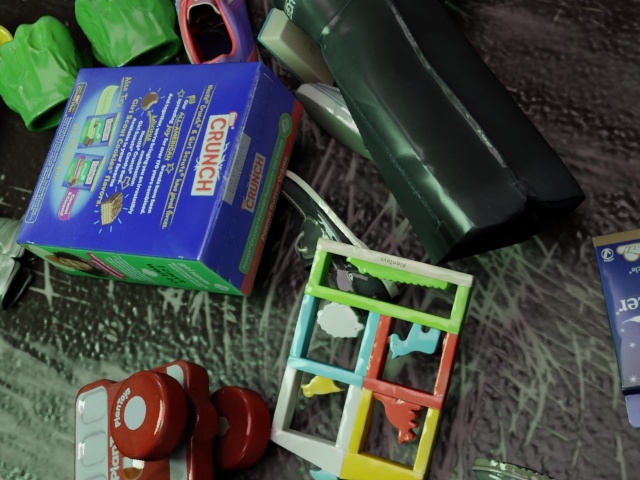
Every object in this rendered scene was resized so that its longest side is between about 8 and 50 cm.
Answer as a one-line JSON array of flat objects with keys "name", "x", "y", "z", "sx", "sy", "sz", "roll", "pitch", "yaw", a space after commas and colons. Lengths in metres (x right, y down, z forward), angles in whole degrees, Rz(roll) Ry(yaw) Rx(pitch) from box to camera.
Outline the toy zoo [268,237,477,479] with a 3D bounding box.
[{"name": "toy zoo", "x": 0.054, "y": 0.160, "z": 1.300, "sx": 0.192, "sy": 0.030, "sz": 0.293, "roll": 13, "pitch": 90, "yaw": 18}]

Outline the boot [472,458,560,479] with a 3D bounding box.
[{"name": "boot", "x": 0.220, "y": 0.355, "z": 1.191, "sx": 0.190, "sy": 0.076, "sz": 0.208, "roll": 18, "pitch": 81, "yaw": 25}]

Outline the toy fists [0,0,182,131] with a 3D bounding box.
[{"name": "toy fists", "x": -0.336, "y": -0.276, "z": 1.606, "sx": 0.279, "sy": 0.096, "sz": 0.142, "roll": -30, "pitch": 78, "yaw": 4}]

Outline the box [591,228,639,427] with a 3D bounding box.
[{"name": "box", "x": 0.395, "y": 0.090, "z": 1.259, "sx": 0.137, "sy": 0.036, "sz": 0.225, "roll": -11, "pitch": 67, "yaw": 13}]

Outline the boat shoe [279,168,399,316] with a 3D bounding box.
[{"name": "boat shoe", "x": 0.000, "y": 0.000, "z": 1.392, "sx": 0.079, "sy": 0.084, "sz": 0.233, "roll": -38, "pitch": 66, "yaw": -1}]

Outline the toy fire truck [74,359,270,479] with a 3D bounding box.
[{"name": "toy fire truck", "x": -0.198, "y": 0.294, "z": 1.307, "sx": 0.254, "sy": 0.169, "sz": 0.302, "roll": -23, "pitch": 62, "yaw": 37}]

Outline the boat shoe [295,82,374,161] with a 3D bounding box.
[{"name": "boat shoe", "x": 0.075, "y": -0.154, "z": 1.443, "sx": 0.228, "sy": 0.079, "sz": 0.081, "roll": 32, "pitch": 74, "yaw": 20}]

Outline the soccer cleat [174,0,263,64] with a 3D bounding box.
[{"name": "soccer cleat", "x": -0.157, "y": -0.333, "z": 1.560, "sx": 0.109, "sy": 0.116, "sz": 0.318, "roll": -21, "pitch": 64, "yaw": 9}]

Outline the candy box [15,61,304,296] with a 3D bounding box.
[{"name": "candy box", "x": -0.206, "y": -0.084, "z": 1.437, "sx": 0.317, "sy": 0.122, "sz": 0.268, "roll": 5, "pitch": 70, "yaw": 35}]

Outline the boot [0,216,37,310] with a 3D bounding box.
[{"name": "boot", "x": -0.492, "y": 0.061, "z": 1.527, "sx": 0.161, "sy": 0.083, "sz": 0.246, "roll": 21, "pitch": 77, "yaw": 18}]

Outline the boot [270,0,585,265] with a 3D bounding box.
[{"name": "boot", "x": 0.184, "y": -0.212, "z": 1.359, "sx": 0.367, "sy": 0.146, "sz": 0.445, "roll": -23, "pitch": 64, "yaw": -22}]

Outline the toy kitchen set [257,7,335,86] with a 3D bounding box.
[{"name": "toy kitchen set", "x": -0.039, "y": -0.327, "z": 1.545, "sx": 0.166, "sy": 0.122, "sz": 0.207, "roll": 8, "pitch": 67, "yaw": 43}]

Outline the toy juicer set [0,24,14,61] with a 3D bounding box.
[{"name": "toy juicer set", "x": -0.576, "y": -0.213, "z": 1.563, "sx": 0.209, "sy": 0.089, "sz": 0.328, "roll": 26, "pitch": 54, "yaw": -18}]
